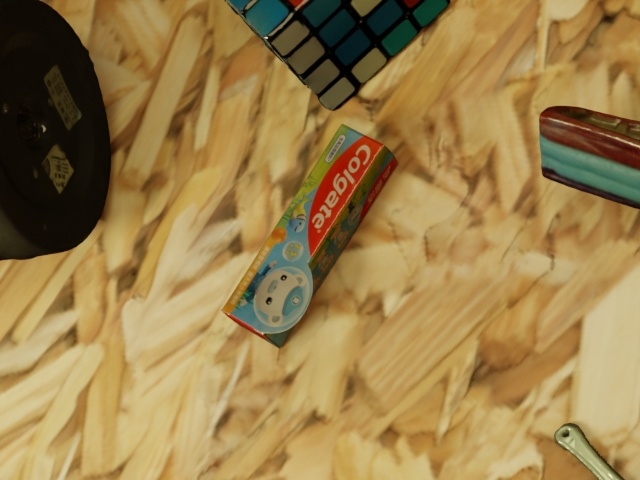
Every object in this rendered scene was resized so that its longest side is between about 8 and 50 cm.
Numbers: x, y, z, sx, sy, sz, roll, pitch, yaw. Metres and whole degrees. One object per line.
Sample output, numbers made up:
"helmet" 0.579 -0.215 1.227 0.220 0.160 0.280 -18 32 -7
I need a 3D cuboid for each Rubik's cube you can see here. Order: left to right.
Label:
"Rubik's cube" -0.007 -0.235 1.555 0.151 0.154 0.155 -42 59 2

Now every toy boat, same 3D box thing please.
"toy boat" 0.355 -0.037 1.356 0.392 0.136 0.079 16 105 23

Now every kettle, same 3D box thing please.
"kettle" -0.375 -0.109 1.639 0.324 0.228 0.321 -8 40 23

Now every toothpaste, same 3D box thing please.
"toothpaste" 0.000 0.000 1.518 0.070 0.044 0.193 29 82 28

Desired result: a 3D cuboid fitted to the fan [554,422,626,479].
"fan" 0.255 0.218 1.344 0.152 0.008 0.227 -42 61 2
